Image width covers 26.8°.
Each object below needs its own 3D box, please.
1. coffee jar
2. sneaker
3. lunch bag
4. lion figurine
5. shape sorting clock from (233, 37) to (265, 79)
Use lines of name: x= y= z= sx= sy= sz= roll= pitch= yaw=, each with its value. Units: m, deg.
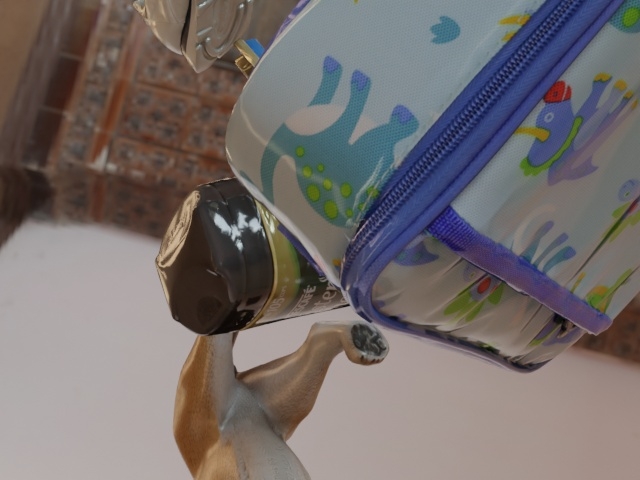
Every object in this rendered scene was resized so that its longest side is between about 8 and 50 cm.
coffee jar: x=0.000 y=0.000 z=0.785 sx=0.096 sy=0.184 sz=0.079 roll=-47 pitch=-122 yaw=56
sneaker: x=-0.102 y=-0.234 z=1.048 sx=0.090 sy=0.095 sz=0.235 roll=-37 pitch=161 yaw=-34
lunch bag: x=0.075 y=-0.040 z=0.447 sx=0.176 sy=0.090 sz=0.219 roll=-47 pitch=155 yaw=7
lion figurine: x=-0.048 y=0.181 z=0.913 sx=0.392 sy=0.142 sz=0.240 roll=-89 pitch=-156 yaw=-43
shape sorting clock: x=0.000 y=-0.062 z=0.985 sx=0.040 sy=0.206 sz=0.206 roll=-41 pitch=176 yaw=4
